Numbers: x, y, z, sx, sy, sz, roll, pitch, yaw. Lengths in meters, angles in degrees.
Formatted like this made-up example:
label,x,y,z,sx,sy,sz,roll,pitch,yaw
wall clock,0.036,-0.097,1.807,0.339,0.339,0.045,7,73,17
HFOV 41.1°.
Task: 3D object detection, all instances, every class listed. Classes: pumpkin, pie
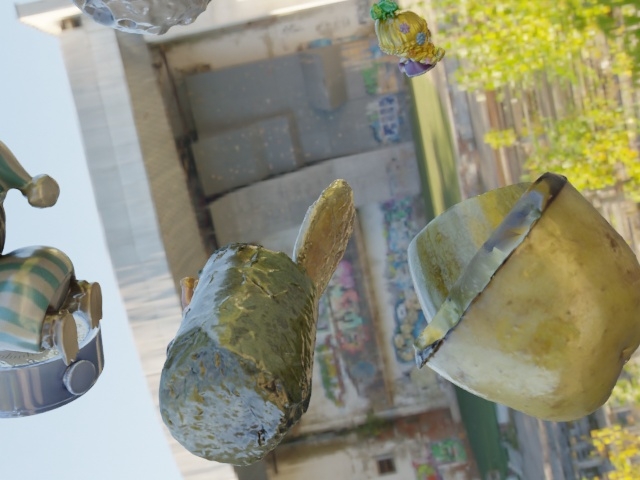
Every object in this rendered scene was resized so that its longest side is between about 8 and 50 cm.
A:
label,x,y,z,sx,sy,sz,roll,pitch,yaw
pumpkin,0.293,0.037,1.384,0.199,0.332,0.332,63,178,14
pie,0.003,0.001,1.369,0.185,0.052,0.218,77,-143,-68

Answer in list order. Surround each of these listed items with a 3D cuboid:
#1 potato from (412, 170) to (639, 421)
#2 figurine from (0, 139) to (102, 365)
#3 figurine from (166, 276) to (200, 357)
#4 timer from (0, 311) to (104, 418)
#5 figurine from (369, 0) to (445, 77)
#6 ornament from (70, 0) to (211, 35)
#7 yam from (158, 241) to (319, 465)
label,x,y,z,sx,sy,sz,roll,pitch,yaw
potato,0.269,0.090,1.010,0.242,0.285,0.242,36,-177,-2
figurine,-0.491,-0.044,1.158,0.266,0.362,0.377,-76,-6,-62
figurine,-0.220,0.187,1.600,0.175,0.116,0.240,18,-114,-53
timer,-0.685,0.261,2.007,0.395,0.395,0.173,-98,8,-70
figurine,0.165,-0.381,1.578,0.115,0.095,0.156,4,135,50
ornament,-0.325,-0.525,1.504,0.337,0.337,0.337,-11,-90,-89
yam,-0.101,0.144,1.155,0.300,0.195,0.195,-83,-17,-59
